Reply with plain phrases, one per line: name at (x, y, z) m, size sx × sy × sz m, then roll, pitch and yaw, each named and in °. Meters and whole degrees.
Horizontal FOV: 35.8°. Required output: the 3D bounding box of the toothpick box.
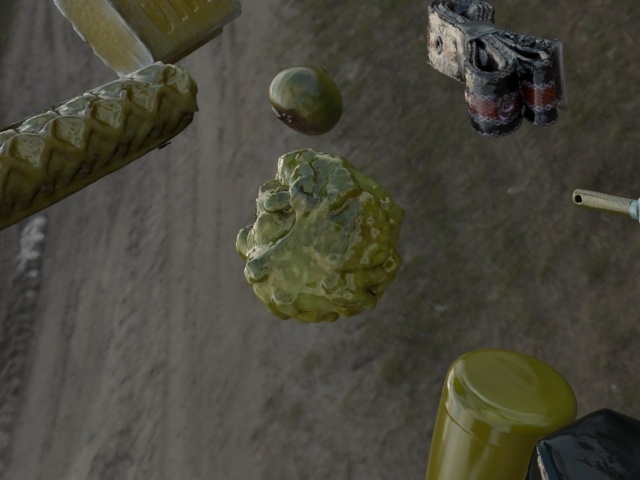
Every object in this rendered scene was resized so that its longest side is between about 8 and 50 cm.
toothpick box at (0.231, 0.299, 1.340) m, size 0.175 × 0.174 × 0.272 m, roll -114°, pitch 30°, yaw -58°

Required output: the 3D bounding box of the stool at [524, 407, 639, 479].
stool at (0.324, 0.304, 1.057) m, size 0.232 × 0.232 × 0.141 m, roll -105°, pitch 21°, yaw -55°

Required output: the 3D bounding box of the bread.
bread at (-0.242, -0.065, 0.828) m, size 0.084 × 0.077 × 0.367 m, roll 0°, pitch 27°, yaw 43°

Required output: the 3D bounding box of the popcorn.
popcorn at (0.000, 0.000, 1.335) m, size 0.266 × 0.192 × 0.233 m, roll 6°, pitch 81°, yaw 45°

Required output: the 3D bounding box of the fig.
fig at (-0.027, -0.252, 1.771) m, size 0.120 × 0.136 × 0.153 m, roll -40°, pitch 31°, yaw 9°

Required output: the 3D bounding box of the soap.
soap at (-0.243, -0.345, 1.446) m, size 0.089 × 0.173 × 0.274 m, roll -32°, pitch 12°, yaw 36°

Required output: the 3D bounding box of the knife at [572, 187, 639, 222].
knife at (0.443, -0.027, 1.323) m, size 0.343 × 0.027 × 0.061 m, roll -157°, pitch 63°, yaw -68°

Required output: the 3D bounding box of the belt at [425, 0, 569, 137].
belt at (0.209, -0.234, 1.272) m, size 0.126 × 0.094 × 0.359 m, roll -14°, pitch 27°, yaw -4°
